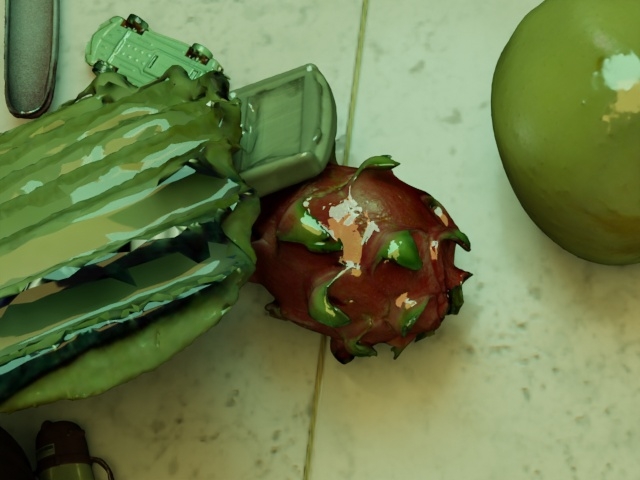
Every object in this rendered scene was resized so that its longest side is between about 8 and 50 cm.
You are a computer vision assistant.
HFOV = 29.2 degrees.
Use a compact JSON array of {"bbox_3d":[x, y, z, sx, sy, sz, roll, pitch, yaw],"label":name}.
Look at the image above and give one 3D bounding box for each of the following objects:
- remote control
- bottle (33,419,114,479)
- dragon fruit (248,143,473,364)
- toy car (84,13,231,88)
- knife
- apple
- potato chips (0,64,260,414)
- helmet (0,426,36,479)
[{"bbox_3d":[-0.121,-0.043,0.896,0.285,0.038,0.123,-19,37,15],"label":"remote control"},{"bbox_3d":[-0.180,0.178,0.888,0.063,0.047,0.101,-1,62,-29],"label":"bottle"},{"bbox_3d":[0.002,-0.003,0.876,0.137,0.135,0.236,-45,48,-16],"label":"dragon fruit"},{"bbox_3d":[-0.135,-0.139,0.987,0.122,0.035,0.059,26,78,25],"label":"toy car"},{"bbox_3d":[-0.231,-0.223,1.021,0.123,0.053,0.278,-5,73,2],"label":"knife"},{"bbox_3d":[0.208,-0.083,0.836,0.200,0.200,0.200,-3,72,8],"label":"apple"},{"bbox_3d":[-0.234,0.017,0.810,0.429,0.070,0.358,-28,30,-6],"label":"potato chips"},{"bbox_3d":[-0.322,0.210,0.816,0.305,0.225,0.177,-28,44,3],"label":"helmet"}]
